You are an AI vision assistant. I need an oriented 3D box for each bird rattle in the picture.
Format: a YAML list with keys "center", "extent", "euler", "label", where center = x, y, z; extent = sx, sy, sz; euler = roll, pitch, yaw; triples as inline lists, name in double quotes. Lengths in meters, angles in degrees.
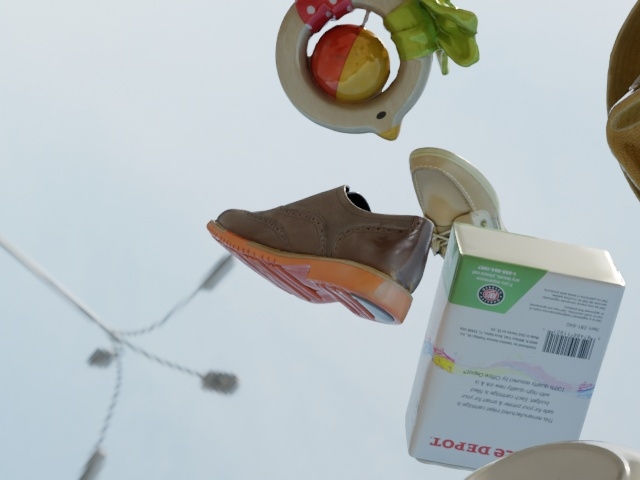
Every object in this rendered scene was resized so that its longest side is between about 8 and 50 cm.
- center: [0.035, -0.214, 1.427]
  extent: [0.143, 0.253, 0.207]
  euler: [-112, -138, -79]
  label: "bird rattle"

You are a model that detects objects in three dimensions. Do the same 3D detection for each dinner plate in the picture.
- center: [0.132, 0.147, 0.806]
  extent: [0.141, 0.017, 0.141]
  euler: [-15, -162, 5]
  label: "dinner plate"

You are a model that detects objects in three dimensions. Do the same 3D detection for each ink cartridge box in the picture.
- center: [0.230, 0.140, 1.700]
  extent: [0.117, 0.201, 0.278]
  euler: [-91, -167, -68]
  label: "ink cartridge box"

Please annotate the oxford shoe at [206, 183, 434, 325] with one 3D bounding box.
- center: [0.000, 0.000, 1.689]
  extent: [0.364, 0.130, 0.133]
  euler: [17, -106, 46]
  label: "oxford shoe"

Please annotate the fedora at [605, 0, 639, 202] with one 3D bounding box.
- center: [0.201, -0.050, 0.652]
  extent: [0.079, 0.194, 0.194]
  euler: [-20, -171, -40]
  label: "fedora"

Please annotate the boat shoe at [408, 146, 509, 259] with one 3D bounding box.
- center: [0.210, -0.014, 2.060]
  extent: [0.109, 0.302, 0.098]
  euler: [0, -130, 35]
  label: "boat shoe"
